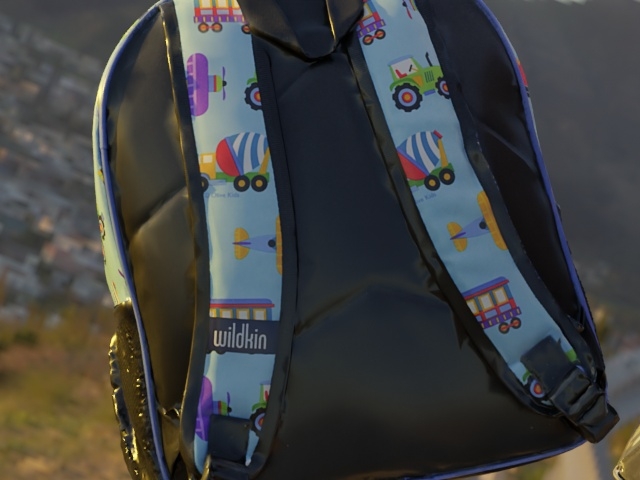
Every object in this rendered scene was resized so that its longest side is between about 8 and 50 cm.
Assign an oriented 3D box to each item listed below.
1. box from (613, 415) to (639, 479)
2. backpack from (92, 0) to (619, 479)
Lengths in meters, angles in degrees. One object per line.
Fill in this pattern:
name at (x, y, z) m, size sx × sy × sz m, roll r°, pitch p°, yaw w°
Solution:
box at (0.339, -0.020, 0.995) m, size 0.097 × 0.395 × 0.318 m, roll 44°, pitch 21°, yaw 2°
backpack at (0.000, 0.000, 0.627) m, size 0.158 × 0.173 × 0.117 m, roll -13°, pitch -6°, yaw -10°
